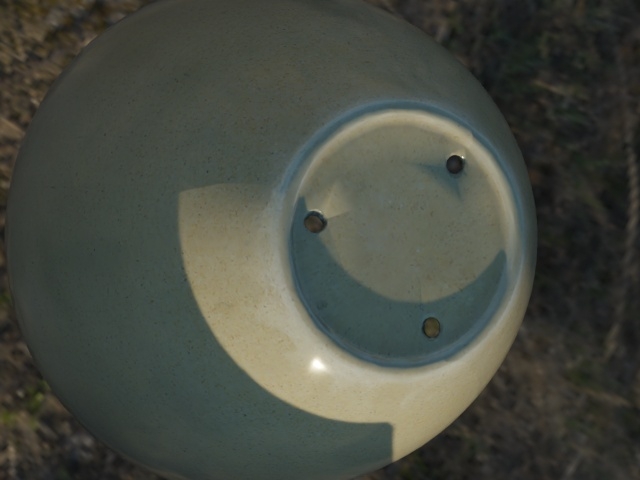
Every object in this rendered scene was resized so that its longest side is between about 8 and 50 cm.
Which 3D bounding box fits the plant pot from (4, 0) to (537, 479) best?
[{"bbox_3d":[0.000,0.000,0.899,0.284,0.191,0.284,0,91,-24],"label":"plant pot"}]
